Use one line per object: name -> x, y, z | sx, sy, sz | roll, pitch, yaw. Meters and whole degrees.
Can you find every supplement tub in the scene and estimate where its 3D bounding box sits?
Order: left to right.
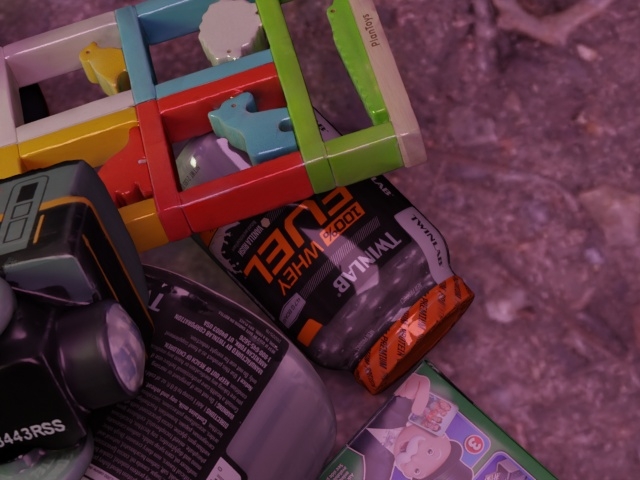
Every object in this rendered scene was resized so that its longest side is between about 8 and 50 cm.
supplement tub -> -0.140, 0.185, 1.100 | 0.193, 0.193, 0.316 | 28, 61, 8
supplement tub -> 0.000, 0.000, 1.224 | 0.117, 0.117, 0.190 | -44, 79, -9

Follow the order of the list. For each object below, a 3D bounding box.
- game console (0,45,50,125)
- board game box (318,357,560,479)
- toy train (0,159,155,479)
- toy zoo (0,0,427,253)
game console -> -0.335, 0.043, 1.180 | 0.342, 0.060, 0.386 | 6, 74, -27
board game box -> 0.037, 0.261, 1.196 | 0.213, 0.046, 0.317 | 42, 80, 9
toy train -> -0.242, 0.070, 1.032 | 0.334, 0.142, 0.190 | -16, 32, 15
toy zoo -> -0.099, -0.076, 1.175 | 0.293, 0.030, 0.192 | -18, 46, 1
